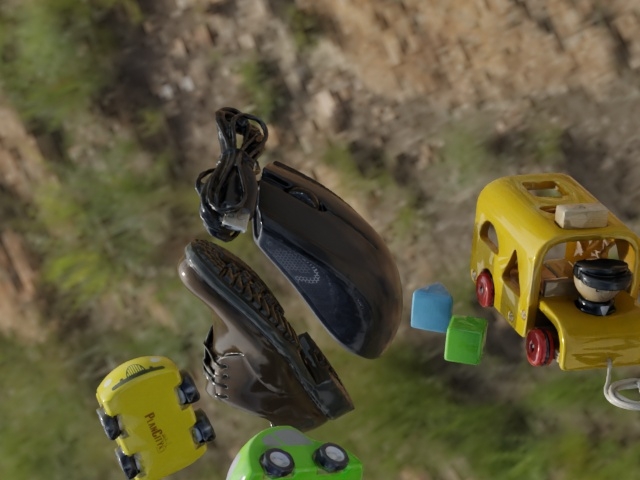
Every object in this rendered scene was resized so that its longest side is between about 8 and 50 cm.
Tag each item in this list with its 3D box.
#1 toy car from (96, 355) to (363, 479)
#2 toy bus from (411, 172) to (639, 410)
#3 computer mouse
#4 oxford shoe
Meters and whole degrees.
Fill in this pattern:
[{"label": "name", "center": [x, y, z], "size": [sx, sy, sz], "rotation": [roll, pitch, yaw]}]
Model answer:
[{"label": "toy car", "center": [-0.077, 0.156, 1.175], "size": [0.053, 0.225, 0.239], "rotation": [56, 133, 40]}, {"label": "toy bus", "center": [0.185, 0.021, 1.323], "size": [0.202, 0.191, 0.104], "rotation": [14, 116, 24]}, {"label": "computer mouse", "center": [0.000, 0.000, 1.663], "size": [0.072, 0.188, 0.272], "rotation": [-30, 119, 23]}, {"label": "oxford shoe", "center": [-0.061, 0.091, 1.455], "size": [0.227, 0.096, 0.083], "rotation": [55, -174, -37]}]
